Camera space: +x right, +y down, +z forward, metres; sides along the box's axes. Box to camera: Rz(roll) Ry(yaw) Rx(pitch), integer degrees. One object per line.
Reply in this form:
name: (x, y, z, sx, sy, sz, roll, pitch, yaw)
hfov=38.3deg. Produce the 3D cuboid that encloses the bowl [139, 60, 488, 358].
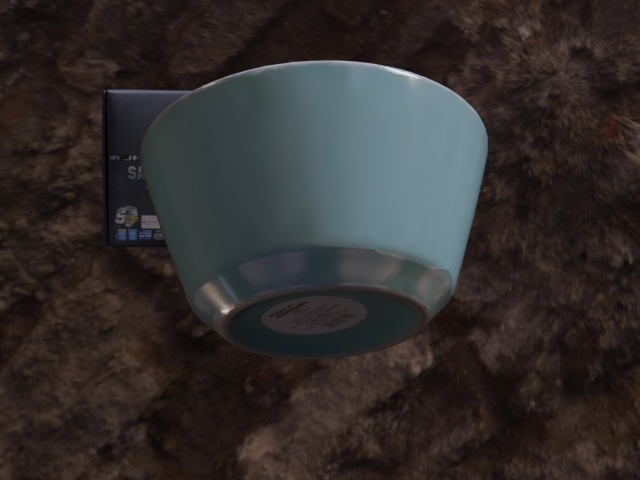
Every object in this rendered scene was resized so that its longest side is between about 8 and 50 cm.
bowl: (0.000, 0.000, 0.802, 0.312, 0.311, 0.163, -12, -116, 16)

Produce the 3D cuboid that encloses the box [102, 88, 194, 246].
box: (-0.138, -0.085, 1.091, 0.233, 0.059, 0.183, 0, -82, -10)
